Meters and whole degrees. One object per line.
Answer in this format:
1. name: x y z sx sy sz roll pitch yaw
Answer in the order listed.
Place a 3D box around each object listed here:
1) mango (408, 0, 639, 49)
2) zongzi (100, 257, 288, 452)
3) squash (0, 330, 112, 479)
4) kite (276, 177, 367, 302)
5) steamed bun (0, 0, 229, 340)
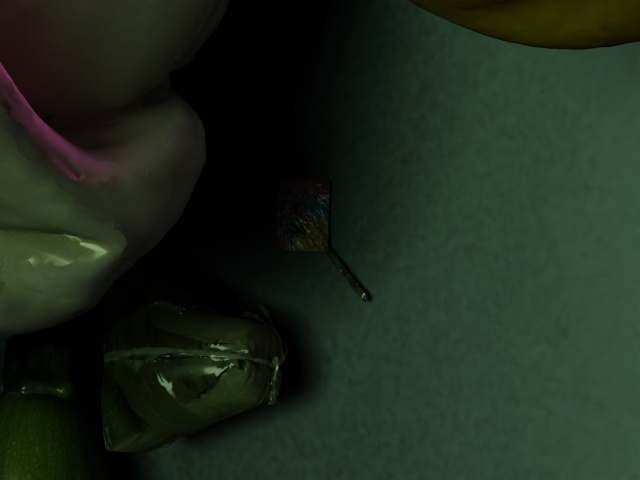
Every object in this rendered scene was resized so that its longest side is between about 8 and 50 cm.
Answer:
1. mango: 0.103 -0.293 0.695 0.301 0.220 0.445 -2 80 57
2. zongzi: -0.065 0.036 0.955 0.109 0.055 0.119 -24 62 38
3. squash: -0.137 0.192 0.997 0.087 0.087 0.331 -11 80 42
4. kite: 0.002 -0.006 0.924 0.078 0.002 0.044 30 109 41
5. steamed bun: -0.207 -0.117 0.903 0.368 0.255 0.342 -24 49 32
